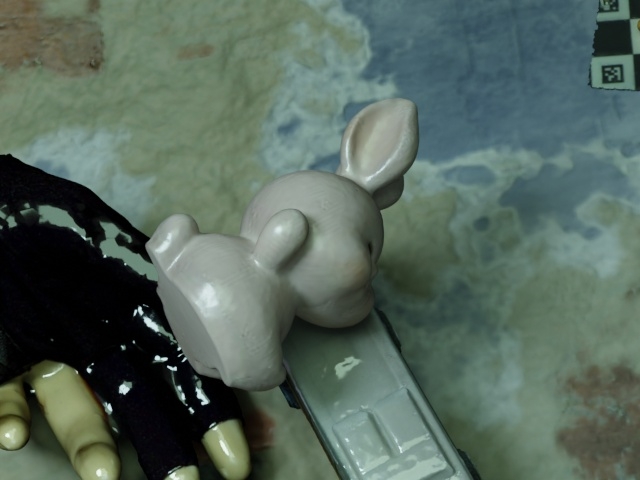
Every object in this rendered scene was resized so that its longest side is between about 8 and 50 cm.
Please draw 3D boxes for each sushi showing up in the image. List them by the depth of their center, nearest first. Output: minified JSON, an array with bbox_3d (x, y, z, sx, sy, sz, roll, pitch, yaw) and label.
[{"bbox_3d":[0.277,-0.202,1.366,0.139,0.031,0.201,4,63,13],"label":"sushi"}]

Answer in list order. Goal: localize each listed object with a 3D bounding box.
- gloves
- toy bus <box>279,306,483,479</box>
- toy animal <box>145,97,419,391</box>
[{"bbox_3d":[-0.164,0.058,1.238,0.301,0.152,0.197,47,111,16],"label":"gloves"},{"bbox_3d":[0.030,0.109,1.202,0.092,0.106,0.268,-28,61,-3],"label":"toy bus"},{"bbox_3d":[0.001,0.002,1.147,0.212,0.124,0.124,-36,62,-17],"label":"toy animal"}]
